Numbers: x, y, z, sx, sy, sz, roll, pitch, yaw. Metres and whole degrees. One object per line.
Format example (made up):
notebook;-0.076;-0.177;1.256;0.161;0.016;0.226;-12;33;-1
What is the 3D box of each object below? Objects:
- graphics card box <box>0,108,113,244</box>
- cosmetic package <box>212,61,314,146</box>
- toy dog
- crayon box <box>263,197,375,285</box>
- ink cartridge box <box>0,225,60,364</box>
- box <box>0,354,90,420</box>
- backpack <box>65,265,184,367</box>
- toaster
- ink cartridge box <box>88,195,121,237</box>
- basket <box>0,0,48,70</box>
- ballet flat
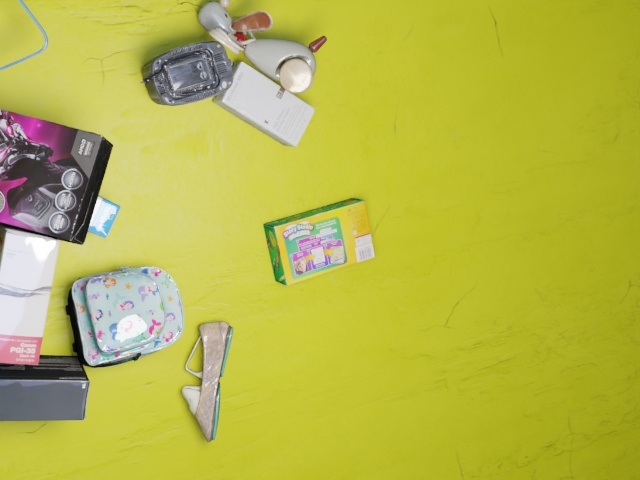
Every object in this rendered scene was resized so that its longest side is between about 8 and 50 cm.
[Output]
graphics card box;-0.645;-0.147;1.565;0.370;0.094;0.233;16;83;1
cosmetic package;-0.143;-0.343;1.915;0.231;0.085;0.117;28;85;-27
toy dog;-0.119;-0.495;1.841;0.333;0.220;0.161;31;100;-30
crayon box;0.000;0.000;2.035;0.278;0.081;0.165;-17;104;-22
ink cartridge box;-0.669;0.109;1.669;0.117;0.207;0.283;10;94;-27
box;-0.674;0.332;1.715;0.261;0.184;0.103;6;95;-25
backpack;-0.452;0.173;1.790;0.253;0.191;0.225;-8;80;-31
toaster;-0.327;-0.388;1.786;0.227;0.146;0.129;-23;106;-21
ink cartridge box;-0.575;-0.089;1.715;0.203;0.148;0.086;27;86;-26
basket;-0.747;-0.442;1.550;0.289;0.201;0.255;-33;110;-6
ballet flat;-0.300;0.360;1.954;0.106;0.107;0.316;9;89;-6
